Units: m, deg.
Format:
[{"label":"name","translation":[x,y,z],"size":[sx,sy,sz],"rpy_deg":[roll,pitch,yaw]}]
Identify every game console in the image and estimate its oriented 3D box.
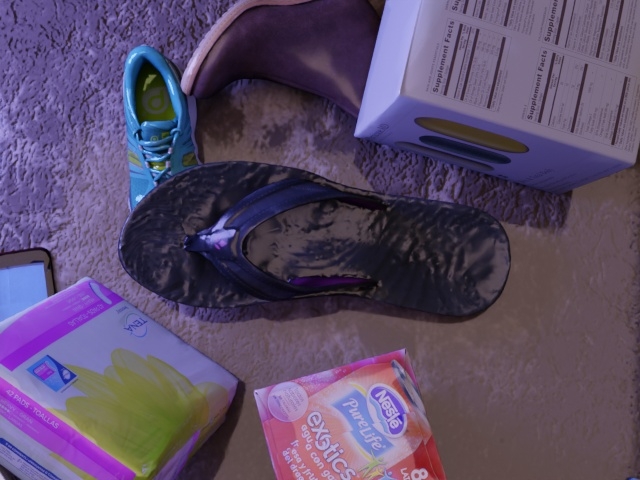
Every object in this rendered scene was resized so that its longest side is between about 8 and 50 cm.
[{"label":"game console","translation":[-0.377,0.079,1.273],"size":[0.085,0.124,0.143],"rpy_deg":[-16,78,25]}]

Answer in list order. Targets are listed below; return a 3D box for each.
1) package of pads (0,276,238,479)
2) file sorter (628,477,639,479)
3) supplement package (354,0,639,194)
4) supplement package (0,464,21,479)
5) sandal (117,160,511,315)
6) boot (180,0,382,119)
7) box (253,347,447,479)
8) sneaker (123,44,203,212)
[{"label":"package of pads","translation":[-0.225,0.161,1.143],"size":[0.229,0.296,0.101],"rpy_deg":[34,107,4]},{"label":"file sorter","translation":[0.389,0.356,1.190],"size":[0.118,0.104,0.170],"rpy_deg":[14,80,3]},{"label":"supplement package","translation":[0.203,-0.190,1.222],"size":[0.263,0.199,0.198],"rpy_deg":[15,80,-10]},{"label":"supplement package","translation":[-0.330,0.307,1.145],"size":[0.139,0.244,0.133],"rpy_deg":[-36,81,-5]},{"label":"sandal","translation":[0.002,-0.002,1.223],"size":[0.446,0.107,0.167],"rpy_deg":[3,89,-9]},{"label":"boot","translation":[-0.016,-0.204,1.297],"size":[0.207,0.090,0.248],"rpy_deg":[43,70,6]},{"label":"box","translation":[0.032,0.211,1.126],"size":[0.154,0.300,0.142],"rpy_deg":[-16,78,-3]},{"label":"sneaker","translation":[-0.188,-0.096,1.285],"size":[0.107,0.110,0.275],"rpy_deg":[-13,80,-1]}]
